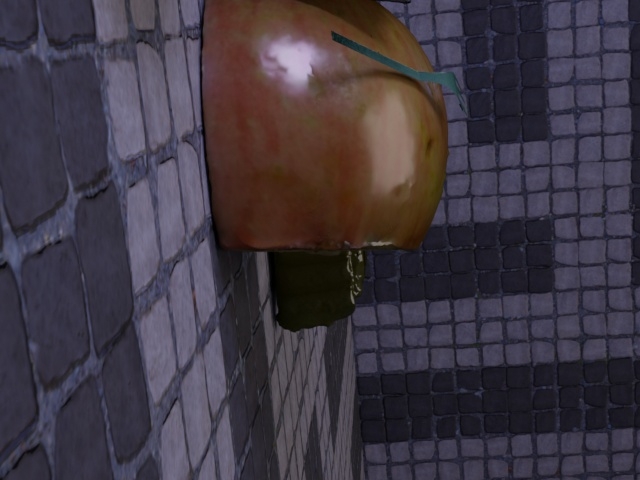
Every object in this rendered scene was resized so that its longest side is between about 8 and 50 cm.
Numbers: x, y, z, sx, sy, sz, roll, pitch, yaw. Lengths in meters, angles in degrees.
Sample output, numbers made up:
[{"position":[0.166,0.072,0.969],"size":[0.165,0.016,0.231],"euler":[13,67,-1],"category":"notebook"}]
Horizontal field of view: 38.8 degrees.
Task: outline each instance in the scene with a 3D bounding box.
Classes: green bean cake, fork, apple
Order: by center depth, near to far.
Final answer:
[{"position":[0.091,-0.165,0.886],"size":[0.235,0.021,0.039],"euler":[12,60,-51],"category":"fork"},{"position":[-0.013,-0.136,0.963],"size":[0.252,0.314,0.308],"euler":[0,-90,53],"category":"apple"},{"position":[0.000,0.000,1.292],"size":[0.236,0.124,0.232],"euler":[-68,154,-80],"category":"green bean cake"}]

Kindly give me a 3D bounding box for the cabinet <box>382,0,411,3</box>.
[{"position":[0.030,-0.365,0.867],"size":[0.174,0.148,0.215],"euler":[-75,168,-50],"category":"cabinet"}]
